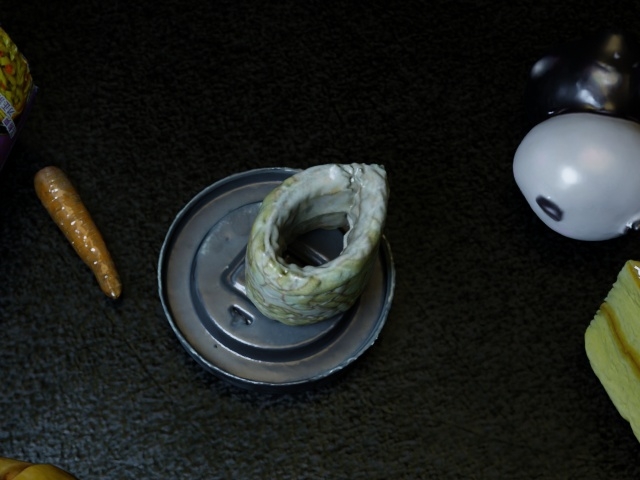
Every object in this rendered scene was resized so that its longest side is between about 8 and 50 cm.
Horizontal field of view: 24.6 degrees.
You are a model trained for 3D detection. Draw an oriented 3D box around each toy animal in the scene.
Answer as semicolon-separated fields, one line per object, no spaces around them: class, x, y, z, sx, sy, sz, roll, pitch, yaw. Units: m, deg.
toy animal;0.328;-0.113;1.761;0.187;0.165;0.235;6;68;2

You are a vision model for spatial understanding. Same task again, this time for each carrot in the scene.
carrot;-0.287;-0.008;1.756;0.047;0.047;0.191;-28;74;-14

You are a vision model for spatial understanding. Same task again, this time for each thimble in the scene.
thimble;0.000;0.000;1.648;0.137;0.143;0.190;39;70;13

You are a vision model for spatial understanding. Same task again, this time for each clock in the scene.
clock;-0.051;0.048;1.733;0.280;0.055;0.281;1;67;-2

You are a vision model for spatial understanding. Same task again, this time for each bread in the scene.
bread;0.523;0.104;1.644;0.361;0.233;0.245;-22;67;-16

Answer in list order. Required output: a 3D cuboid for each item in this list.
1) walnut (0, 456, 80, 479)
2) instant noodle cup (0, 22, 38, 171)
walnut;-0.280;0.350;1.516;0.336;0.209;0.209;31;68;-1
instant noodle cup;-0.492;-0.133;1.662;0.339;0.340;0.266;24;60;8
